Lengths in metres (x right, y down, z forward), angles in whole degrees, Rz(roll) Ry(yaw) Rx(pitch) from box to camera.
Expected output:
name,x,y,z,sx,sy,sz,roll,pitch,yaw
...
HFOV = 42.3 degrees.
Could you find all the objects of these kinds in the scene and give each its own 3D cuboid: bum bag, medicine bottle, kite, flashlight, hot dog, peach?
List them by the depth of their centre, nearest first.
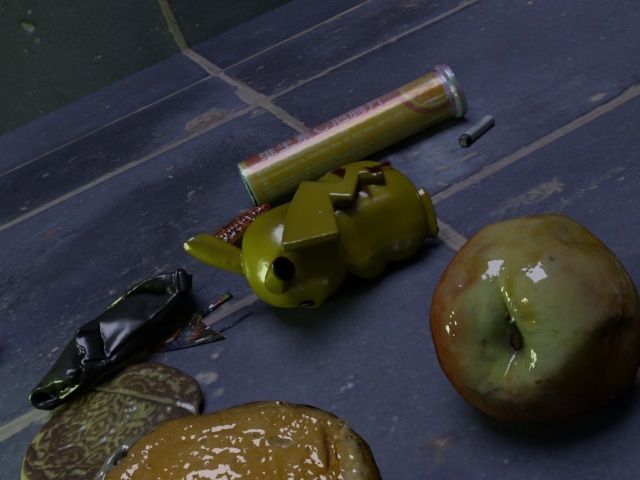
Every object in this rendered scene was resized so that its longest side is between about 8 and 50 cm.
name,x,y,z,sx,sy,sz,roll,pitch,yaw
peach,0.235,0.075,0.864,0.214,0.214,0.235,3,20,37
bum bag,-0.300,0.129,1.218,0.142,0.079,0.326,-22,19,48
kite,-0.200,0.123,1.254,0.160,0.010,0.183,-34,31,-22
hot dog,-0.141,-0.018,1.424,0.144,0.038,0.062,-38,32,-27
flashlight,0.275,-0.193,1.455,0.083,0.018,0.018,-39,33,-29
medicine bottle,0.057,-0.187,1.513,0.426,0.108,0.108,-27,29,-5

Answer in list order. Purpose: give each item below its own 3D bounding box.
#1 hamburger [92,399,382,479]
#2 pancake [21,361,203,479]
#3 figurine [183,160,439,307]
name,x,y,z,sx,sy,sz,roll,pitch,yaw
hamburger,-0.077,0.279,0.727,0.319,0.158,0.318,-8,29,5
pancake,-0.277,0.246,1.076,0.250,0.031,0.250,-16,28,9
figurine,0.006,-0.003,1.162,0.327,0.169,0.218,-33,26,-20
